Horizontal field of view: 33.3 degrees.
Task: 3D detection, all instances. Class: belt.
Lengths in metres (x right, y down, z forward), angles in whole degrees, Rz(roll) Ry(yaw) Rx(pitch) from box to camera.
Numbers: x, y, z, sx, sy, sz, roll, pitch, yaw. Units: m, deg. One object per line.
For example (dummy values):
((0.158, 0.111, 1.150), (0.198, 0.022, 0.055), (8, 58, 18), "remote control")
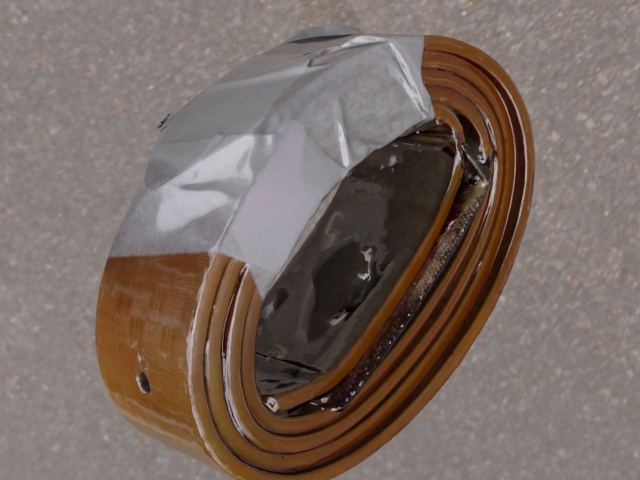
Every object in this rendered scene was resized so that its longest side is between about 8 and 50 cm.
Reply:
((0.000, 0.000, 0.559), (0.105, 0.261, 0.184), (11, 150, 51), "belt")
